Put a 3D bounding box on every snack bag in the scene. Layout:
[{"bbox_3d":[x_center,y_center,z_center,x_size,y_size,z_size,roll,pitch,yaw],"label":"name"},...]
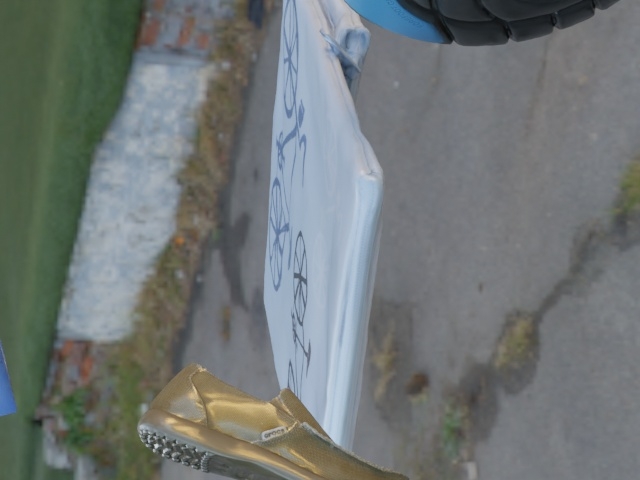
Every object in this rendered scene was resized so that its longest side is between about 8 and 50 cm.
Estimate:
[{"bbox_3d":[0.000,0.000,0.808,0.342,0.037,0.323,-104,17,-56],"label":"snack bag"}]

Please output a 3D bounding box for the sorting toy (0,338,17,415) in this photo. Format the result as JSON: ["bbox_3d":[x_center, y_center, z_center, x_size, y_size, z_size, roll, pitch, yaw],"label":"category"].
[{"bbox_3d":[-0.203,-0.055,0.554,0.348,0.047,0.196,93,157,-49],"label":"sorting toy"}]

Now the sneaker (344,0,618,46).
[{"bbox_3d":[0.153,-0.212,0.664,0.125,0.340,0.140,105,144,-66],"label":"sneaker"}]

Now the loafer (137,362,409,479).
[{"bbox_3d":[-0.017,0.102,0.601,0.056,0.148,0.050,135,156,-64],"label":"loafer"}]
